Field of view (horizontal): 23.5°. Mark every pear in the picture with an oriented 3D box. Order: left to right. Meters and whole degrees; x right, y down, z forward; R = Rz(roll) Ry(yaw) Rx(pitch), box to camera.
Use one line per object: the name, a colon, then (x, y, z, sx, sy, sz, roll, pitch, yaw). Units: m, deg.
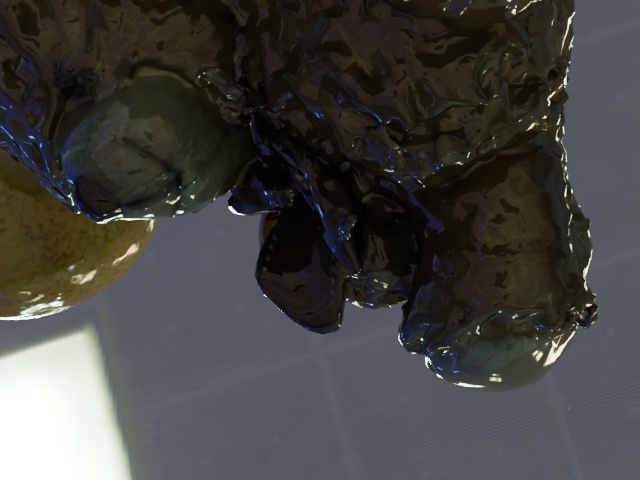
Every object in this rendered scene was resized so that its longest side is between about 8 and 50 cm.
pear: (-0.179, -0.036, 0.950, 0.178, 0.178, 0.178, -1, -96, 9)

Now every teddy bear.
teddy bear: (-0.027, -0.073, 0.581, 0.256, 0.267, 0.156, -1, -137, 15)

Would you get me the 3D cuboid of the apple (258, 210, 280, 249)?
apple: (0.000, 0.000, 0.929, 0.084, 0.084, 0.071, 12, -117, 10)
